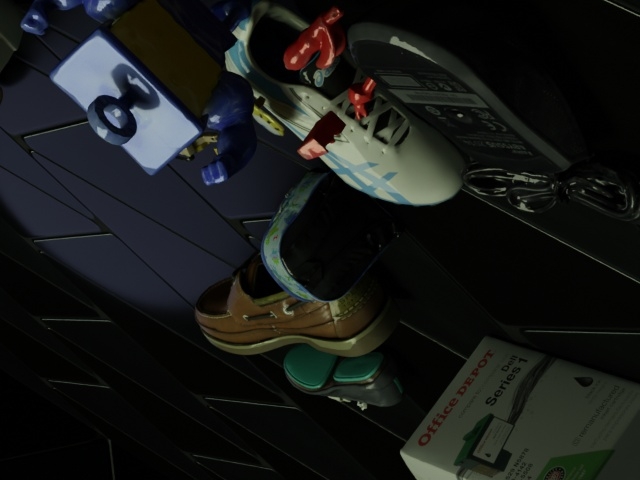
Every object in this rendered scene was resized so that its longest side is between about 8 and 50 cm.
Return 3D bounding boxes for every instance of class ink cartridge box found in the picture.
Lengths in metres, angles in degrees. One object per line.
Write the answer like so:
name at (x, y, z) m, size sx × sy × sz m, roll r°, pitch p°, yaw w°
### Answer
ink cartridge box at (0.208, 0.197, 1.783) m, size 0.219 × 0.160 × 0.092 m, roll 16°, pitch 150°, yaw 46°

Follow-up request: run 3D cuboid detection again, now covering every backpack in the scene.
backpack at (0.000, 0.000, 1.771) m, size 0.105 × 0.114 × 0.084 m, roll 44°, pitch 160°, yaw -21°

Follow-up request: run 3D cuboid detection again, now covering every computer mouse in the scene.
computer mouse at (0.126, -0.109, 1.384) m, size 0.188 × 0.072 × 0.272 m, roll 13°, pitch 161°, yaw 47°

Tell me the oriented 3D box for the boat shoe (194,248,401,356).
boat shoe at (-0.042, 0.052, 2.001) m, size 0.307 × 0.111 × 0.104 m, roll -5°, pitch 131°, yaw 49°

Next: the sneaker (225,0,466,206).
sneaker at (0.019, -0.110, 1.532) m, size 0.237 × 0.085 × 0.086 m, roll 36°, pitch 165°, yaw 0°

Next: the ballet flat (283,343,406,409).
ballet flat at (0.031, 0.161, 2.159) m, size 0.074 × 0.074 × 0.203 m, roll 47°, pitch 157°, yaw -24°

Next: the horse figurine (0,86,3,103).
horse figurine at (-0.424, -0.196, 2.158) m, size 0.174 × 0.066 × 0.263 m, roll 41°, pitch 159°, yaw 8°

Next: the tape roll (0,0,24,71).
tape roll at (-0.445, -0.212, 1.882) m, size 0.169 × 0.246 × 0.246 m, roll 48°, pitch 158°, yaw -29°

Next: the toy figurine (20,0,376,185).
toy figurine at (-0.120, -0.166, 1.360) m, size 0.362 × 0.217 × 0.191 m, roll 46°, pitch 133°, yaw -14°

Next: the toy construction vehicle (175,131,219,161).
toy construction vehicle at (-0.139, -0.123, 1.873) m, size 0.098 × 0.035 × 0.086 m, roll 14°, pitch 139°, yaw 44°
